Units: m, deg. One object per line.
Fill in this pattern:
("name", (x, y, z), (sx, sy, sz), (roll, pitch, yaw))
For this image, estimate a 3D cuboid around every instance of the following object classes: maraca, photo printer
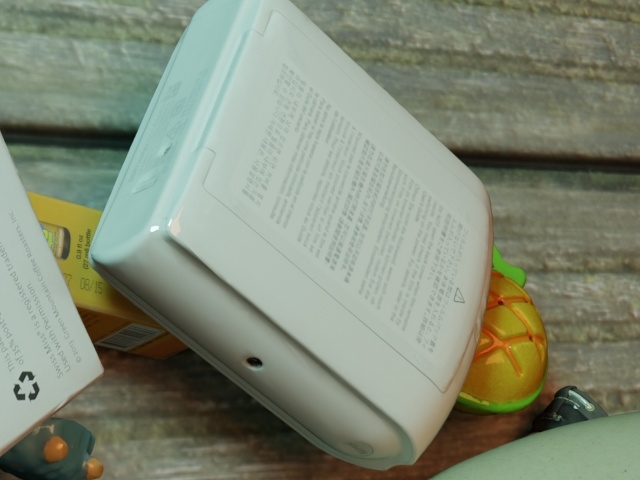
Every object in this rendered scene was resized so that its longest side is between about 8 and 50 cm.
("maraca", (0.123, 0.064, 1.580), (0.127, 0.099, 0.185), (18, 43, -19))
("photo printer", (0.000, 0.000, 1.416), (0.307, 0.107, 0.256), (40, 50, -28))

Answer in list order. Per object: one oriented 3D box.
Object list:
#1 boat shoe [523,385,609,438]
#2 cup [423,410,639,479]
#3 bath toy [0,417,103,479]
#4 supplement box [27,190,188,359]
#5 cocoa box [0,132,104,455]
("boat shoe", (0.267, 0.218, 1.639), (0.233, 0.084, 0.079), (44, 54, -13))
("cup", (0.153, 0.280, 1.418), (0.237, 0.331, 0.331), (4, 70, -8))
("bath toy", (-0.238, 0.274, 1.223), (0.151, 0.129, 0.348), (63, 37, -61))
("supplement box", (-0.190, 0.019, 1.375), (0.233, 0.080, 0.078), (17, 64, -33))
("cocoa box", (-0.331, -0.013, 1.134), (0.231, 0.228, 0.347), (-38, 115, -38))
